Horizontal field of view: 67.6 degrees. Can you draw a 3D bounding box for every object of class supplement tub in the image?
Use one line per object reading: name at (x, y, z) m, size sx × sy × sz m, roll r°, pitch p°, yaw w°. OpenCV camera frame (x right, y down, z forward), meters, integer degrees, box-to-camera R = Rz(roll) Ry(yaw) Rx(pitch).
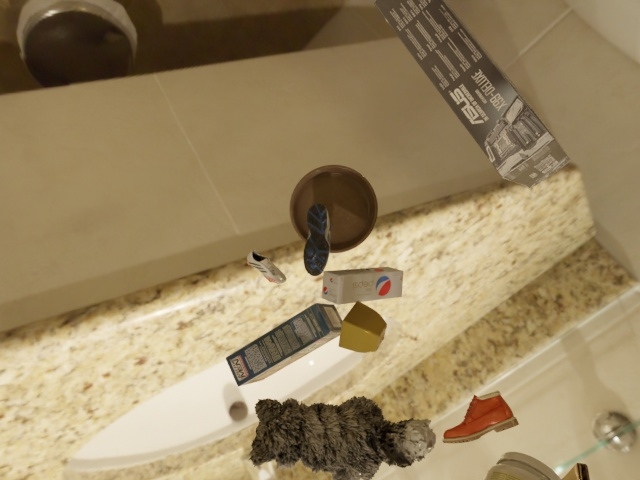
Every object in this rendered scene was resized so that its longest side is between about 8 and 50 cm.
supplement tub at (0.560, 0.816, 1.395) m, size 0.325 × 0.235 × 0.235 m, roll -41°, pitch 157°, yaw -36°

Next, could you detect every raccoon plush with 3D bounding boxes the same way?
raccoon plush at (0.021, 0.447, 1.166) m, size 0.299 × 0.216 × 0.446 m, roll 18°, pitch 138°, yaw -22°

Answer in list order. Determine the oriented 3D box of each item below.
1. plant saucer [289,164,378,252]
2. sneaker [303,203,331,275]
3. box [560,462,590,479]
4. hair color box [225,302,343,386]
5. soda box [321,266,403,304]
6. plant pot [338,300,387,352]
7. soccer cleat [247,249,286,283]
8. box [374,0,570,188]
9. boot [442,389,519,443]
plant saucer at (0.041, -0.099, 1.510) m, size 0.278 × 0.277 × 0.041 m, roll -31°, pitch -178°, yaw -1°
sneaker at (0.000, 0.000, 1.396) m, size 0.081 × 0.080 × 0.211 m, roll -2°, pitch 100°, yaw -74°
box at (0.478, 0.525, 0.889) m, size 0.021 × 0.164 × 0.201 m, roll 0°, pitch 142°, yaw 13°
hair color box at (-0.103, 0.327, 1.506) m, size 0.347 × 0.105 × 0.174 m, roll -32°, pitch 161°, yaw 13°
soda box at (0.111, 0.111, 1.214) m, size 0.216 × 0.069 × 0.073 m, roll -2°, pitch 99°, yaw -36°
plant pot at (0.097, 0.197, 1.046) m, size 0.081 × 0.083 × 0.081 m, roll -44°, pitch 149°, yaw -50°
soccer cleat at (-0.096, 0.048, 0.857) m, size 0.029 × 0.083 × 0.035 m, roll -50°, pitch 173°, yaw -39°
box at (0.232, -0.224, 0.701) m, size 0.076 × 0.307 × 0.242 m, roll -38°, pitch 164°, yaw 27°
boot at (0.322, 0.373, 1.005) m, size 0.158 × 0.084 × 0.059 m, roll -23°, pitch 155°, yaw 5°
